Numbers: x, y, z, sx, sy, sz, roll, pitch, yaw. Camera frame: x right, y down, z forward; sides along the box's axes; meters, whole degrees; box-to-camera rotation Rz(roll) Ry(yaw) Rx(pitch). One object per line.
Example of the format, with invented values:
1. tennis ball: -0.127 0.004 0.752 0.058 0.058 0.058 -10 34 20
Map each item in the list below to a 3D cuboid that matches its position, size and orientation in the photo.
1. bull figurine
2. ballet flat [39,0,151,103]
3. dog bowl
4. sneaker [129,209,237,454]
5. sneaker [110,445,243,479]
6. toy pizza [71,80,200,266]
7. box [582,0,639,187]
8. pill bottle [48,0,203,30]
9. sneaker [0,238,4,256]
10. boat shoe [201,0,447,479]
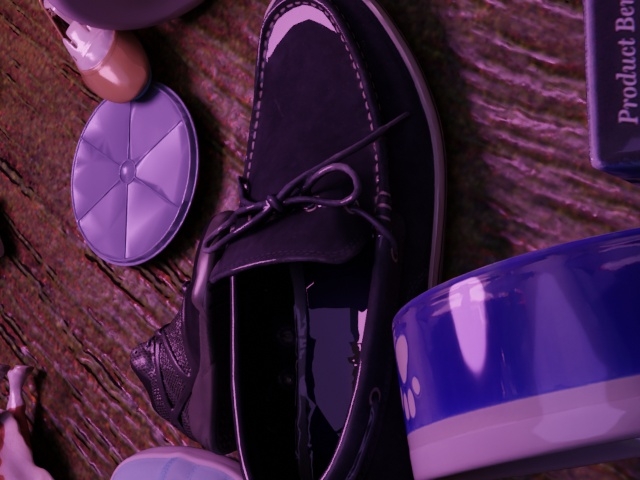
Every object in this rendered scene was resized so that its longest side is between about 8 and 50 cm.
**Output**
1. bull figurine: -0.394 0.231 1.137 0.310 0.101 0.188 3 82 36
2. ballet flat: -0.260 -0.227 1.086 0.080 0.073 0.232 -50 48 10
3. dog bowl: 0.180 0.077 0.609 0.265 0.265 0.104 -21 70 34
4. sneaker: -0.121 0.078 0.940 0.130 0.087 0.227 14 108 36
5. sneaker: -0.091 0.286 0.862 0.366 0.150 0.135 21 96 38
6. toy pizza: -0.196 -0.072 1.067 0.201 0.032 0.201 -6 81 38
7. box: 0.365 -0.133 0.477 0.395 0.293 0.212 -5 80 37
8. pill bottle: -0.234 -0.418 1.031 0.210 0.210 0.363 -36 63 28
9. sneaker: -0.475 0.052 1.231 0.232 0.090 0.115 -47 62 24
10. boat shoe: 0.000 0.000 0.830 0.187 0.156 0.500 -12 75 38
